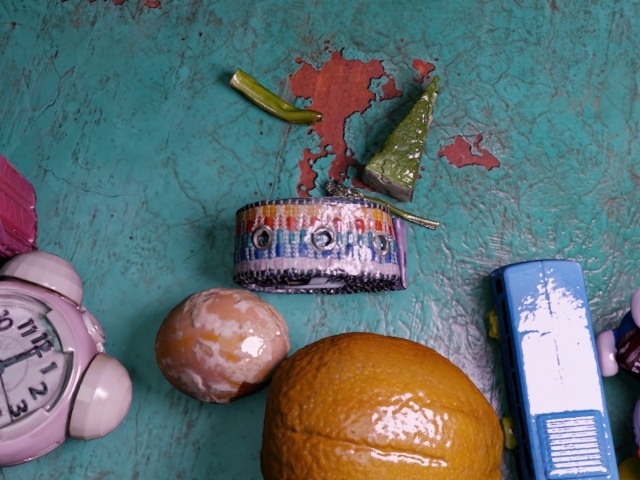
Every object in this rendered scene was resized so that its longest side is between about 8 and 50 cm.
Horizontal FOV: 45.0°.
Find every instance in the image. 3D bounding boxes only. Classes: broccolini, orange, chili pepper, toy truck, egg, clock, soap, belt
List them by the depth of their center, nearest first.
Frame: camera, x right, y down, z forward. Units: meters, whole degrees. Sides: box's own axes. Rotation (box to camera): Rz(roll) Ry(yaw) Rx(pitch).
[{"bbox_3d":[0.091,0.299,1.160,0.357,0.322,0.322,7,74,-3],"label":"orange"},{"bbox_3d":[0.373,0.213,1.251,0.161,0.162,0.385,-5,74,2],"label":"toy truck"},{"bbox_3d":[-0.164,0.173,1.264,0.233,0.195,0.195,-13,73,16],"label":"egg"},{"bbox_3d":[-0.508,0.213,1.273,0.326,0.184,0.342,-29,80,-11],"label":"clock"},{"bbox_3d":[0.000,0.000,1.300,0.295,0.207,0.160,-2,76,4],"label":"belt"},{"bbox_3d":[-0.564,-0.058,1.310,0.099,0.250,0.162,-2,72,-1],"label":"soap"},{"bbox_3d":[0.112,-0.066,1.409,0.218,0.042,0.044,18,74,0],"label":"broccolini"},{"bbox_3d":[-0.085,-0.260,1.456,0.202,0.052,0.050,30,107,8],"label":"chili pepper"}]

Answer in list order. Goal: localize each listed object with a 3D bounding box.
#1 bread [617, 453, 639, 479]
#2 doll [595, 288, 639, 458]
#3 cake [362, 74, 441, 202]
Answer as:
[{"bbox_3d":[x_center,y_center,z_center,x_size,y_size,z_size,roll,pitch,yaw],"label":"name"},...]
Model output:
[{"bbox_3d":[0.614,0.489,1.190,0.383,0.112,0.166,35,77,11],"label":"bread"},{"bbox_3d":[0.566,0.237,1.139,0.240,0.284,0.310,-8,54,-1],"label":"doll"},{"bbox_3d":[0.150,-0.195,1.404,0.099,0.100,0.235,15,75,5],"label":"cake"}]
